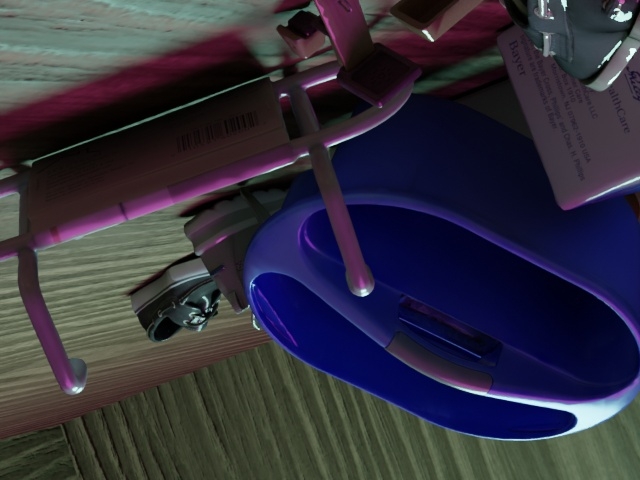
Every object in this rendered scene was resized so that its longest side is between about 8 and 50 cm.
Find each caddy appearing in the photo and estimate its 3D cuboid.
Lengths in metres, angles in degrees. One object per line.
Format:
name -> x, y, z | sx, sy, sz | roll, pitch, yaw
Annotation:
caddy -> 0.105, 0.041, 1.466 | 0.341, 0.179, 0.241 | 26, 137, -14

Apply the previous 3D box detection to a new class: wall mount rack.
wall mount rack -> -0.096, -0.029, 1.256 | 0.350, 0.130, 0.304 | -19, -154, 1

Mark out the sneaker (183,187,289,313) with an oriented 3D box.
sneaker -> 0.000, 0.000, 1.774 | 0.281, 0.115, 0.105 | -16, 173, -31

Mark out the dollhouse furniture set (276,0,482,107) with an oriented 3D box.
dollhouse furniture set -> 0.036, -0.155, 1.051 | 0.114, 0.091, 0.081 | -40, 137, -15

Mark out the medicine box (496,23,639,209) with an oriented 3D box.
medicine box -> 0.333, -0.152, 1.350 | 0.263, 0.149, 0.289 | -14, 172, -44

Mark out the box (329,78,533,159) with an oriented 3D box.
box -> 0.156, -0.078, 1.619 | 0.275, 0.113, 0.094 | -19, 174, 9

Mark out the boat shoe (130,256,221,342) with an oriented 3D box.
boat shoe -> -0.152, 0.070, 2.088 | 0.080, 0.076, 0.228 | -15, 173, -36

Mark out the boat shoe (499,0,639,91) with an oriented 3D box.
boat shoe -> 0.163, -0.166, 1.107 | 0.099, 0.116, 0.319 | 23, -179, 1

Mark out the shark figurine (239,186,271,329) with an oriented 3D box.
shark figurine -> -0.004, 0.049, 1.674 | 0.278, 0.166, 0.116 | 15, 114, -46

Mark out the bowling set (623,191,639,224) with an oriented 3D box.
bowling set -> 0.309, 0.016, 1.595 | 0.200, 0.154, 0.287 | -6, -178, -21
